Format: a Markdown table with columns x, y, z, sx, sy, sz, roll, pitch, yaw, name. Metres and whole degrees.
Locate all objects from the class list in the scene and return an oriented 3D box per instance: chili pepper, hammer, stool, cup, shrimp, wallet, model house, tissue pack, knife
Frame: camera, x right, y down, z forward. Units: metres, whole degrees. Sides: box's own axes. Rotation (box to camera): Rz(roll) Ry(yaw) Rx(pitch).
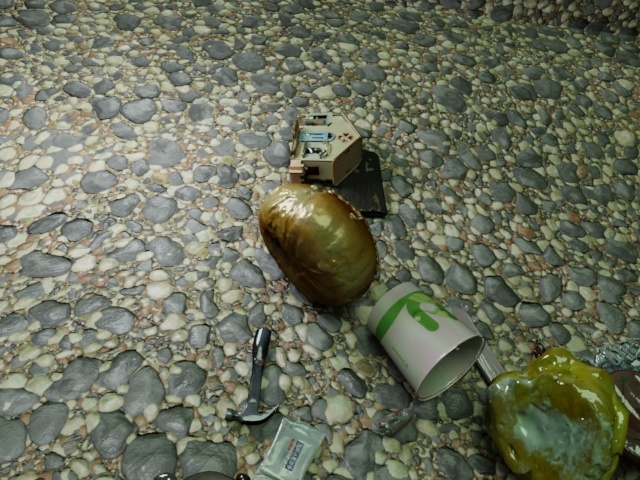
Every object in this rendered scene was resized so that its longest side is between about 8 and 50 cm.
| x | y | z | sx | sy | sz | roll | pitch | yaw | name |
| --- | --- | --- | --- | --- | --- | --- | --- | --- | --- |
| 0.202 | 0.489 | 1.704 | 0.153 | 0.041 | 0.050 | -18 | 76 | -43 | chili pepper |
| -0.168 | 0.364 | 1.730 | 0.137 | 0.037 | 0.290 | 10 | 51 | -3 | hammer |
| 0.847 | 0.511 | 1.726 | 0.271 | 0.179 | 0.272 | 6 | 51 | -7 | stool |
| 0.286 | 0.274 | 1.781 | 0.253 | 0.253 | 0.274 | -24 | 52 | -27 | cup |
| 0.846 | 0.347 | 1.850 | 0.410 | 0.221 | 0.166 | -9 | 61 | 12 | shrimp |
| 0.141 | -0.214 | 2.250 | 0.170 | 0.044 | 0.321 | 3 | 51 | -7 | wallet |
| 0.027 | -0.325 | 2.211 | 0.244 | 0.169 | 0.326 | 5 | 50 | 6 | model house |
| -0.077 | 0.549 | 1.607 | 0.122 | 0.026 | 0.193 | 24 | 51 | 7 | tissue pack |
| 0.487 | 0.358 | 1.869 | 0.132 | 0.038 | 0.399 | -19 | 59 | -22 | knife |

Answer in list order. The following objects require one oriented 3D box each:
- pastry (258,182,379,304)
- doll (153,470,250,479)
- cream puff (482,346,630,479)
| x | y | z | sx | sy | sz | roll | pitch | yaw | name |
| --- | --- | --- | --- | --- | --- | --- | --- | --- | --- |
| 0.000 | 0.000 | 1.848 | 0.245 | 0.410 | 0.409 | -39 | 67 | -22 | pastry |
| -0.253 | 0.679 | 1.334 | 0.382 | 0.252 | 0.379 | 26 | 51 | 18 | doll |
| 0.610 | 0.452 | 1.629 | 0.275 | 0.378 | 0.378 | 2 | 43 | -51 | cream puff |
